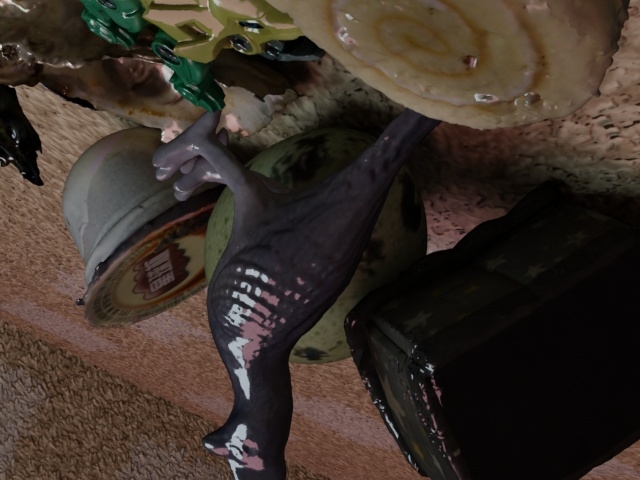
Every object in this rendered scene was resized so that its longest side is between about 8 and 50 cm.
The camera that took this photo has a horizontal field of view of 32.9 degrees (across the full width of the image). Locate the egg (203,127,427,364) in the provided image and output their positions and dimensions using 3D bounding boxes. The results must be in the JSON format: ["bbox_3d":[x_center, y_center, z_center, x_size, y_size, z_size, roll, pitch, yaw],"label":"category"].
[{"bbox_3d":[0.000,0.000,0.862,0.177,0.177,0.228,24,142,-3],"label":"egg"}]

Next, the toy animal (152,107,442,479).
[{"bbox_3d":[-0.024,-0.011,0.728,0.206,0.367,0.081,36,-164,26],"label":"toy animal"}]

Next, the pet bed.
[{"bbox_3d":[0.142,0.077,0.805,0.183,0.211,0.159,64,168,-27],"label":"pet bed"}]

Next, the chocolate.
[{"bbox_3d":[-0.155,-0.033,1.001,0.147,0.221,0.221,60,169,15],"label":"chocolate"}]

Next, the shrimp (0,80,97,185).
[{"bbox_3d":[-0.224,-0.113,0.849,0.198,0.051,0.262,10,-153,-50],"label":"shrimp"}]

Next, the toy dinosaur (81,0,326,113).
[{"bbox_3d":[-0.110,-0.172,0.655,0.259,0.094,0.153,31,160,1],"label":"toy dinosaur"}]

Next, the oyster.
[{"bbox_3d":[-0.131,-0.134,0.789,0.233,0.107,0.161,11,158,-24],"label":"oyster"}]

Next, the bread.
[{"bbox_3d":[0.064,-0.140,0.439,0.148,0.141,0.134,29,162,-19],"label":"bread"}]
